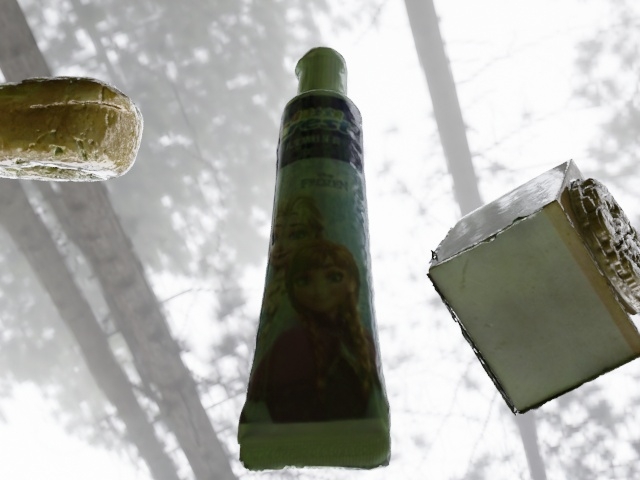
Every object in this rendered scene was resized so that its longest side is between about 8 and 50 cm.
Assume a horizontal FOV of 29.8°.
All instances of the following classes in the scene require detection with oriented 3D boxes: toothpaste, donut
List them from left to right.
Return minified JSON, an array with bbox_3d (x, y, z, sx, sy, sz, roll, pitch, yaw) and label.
[{"bbox_3d":[-0.381,-0.154,1.694,0.262,0.208,0.128,1,-97,6],"label":"donut"},{"bbox_3d":[0.000,0.000,0.523,0.062,0.037,0.216,-5,-125,10],"label":"toothpaste"}]

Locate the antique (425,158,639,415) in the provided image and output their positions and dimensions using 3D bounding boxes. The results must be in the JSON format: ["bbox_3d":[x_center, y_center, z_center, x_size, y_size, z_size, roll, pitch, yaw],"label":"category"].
[{"bbox_3d":[0.190,0.031,0.985,0.148,0.146,0.152,-29,-172,23],"label":"antique"}]
